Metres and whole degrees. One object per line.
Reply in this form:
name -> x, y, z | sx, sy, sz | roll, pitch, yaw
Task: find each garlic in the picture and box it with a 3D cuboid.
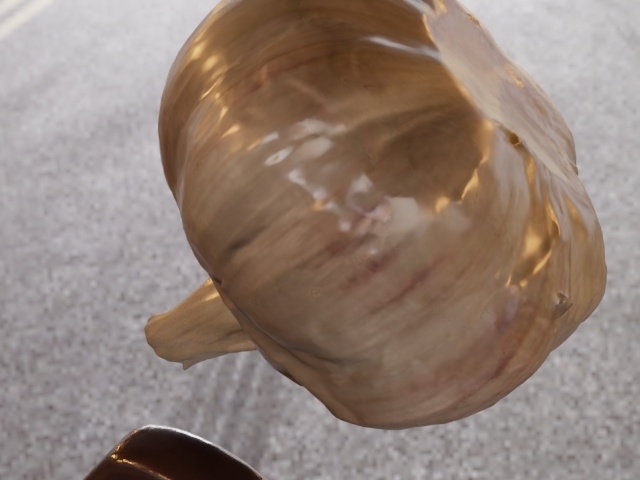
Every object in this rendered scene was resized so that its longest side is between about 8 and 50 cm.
garlic -> 0.000, 0.000, 0.651 | 0.212, 0.218, 0.218 | -38, 4, 26

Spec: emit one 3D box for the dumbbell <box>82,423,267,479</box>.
dumbbell -> -0.105, 0.194, 0.663 | 0.225, 0.124, 0.140 | -47, 0, -38
